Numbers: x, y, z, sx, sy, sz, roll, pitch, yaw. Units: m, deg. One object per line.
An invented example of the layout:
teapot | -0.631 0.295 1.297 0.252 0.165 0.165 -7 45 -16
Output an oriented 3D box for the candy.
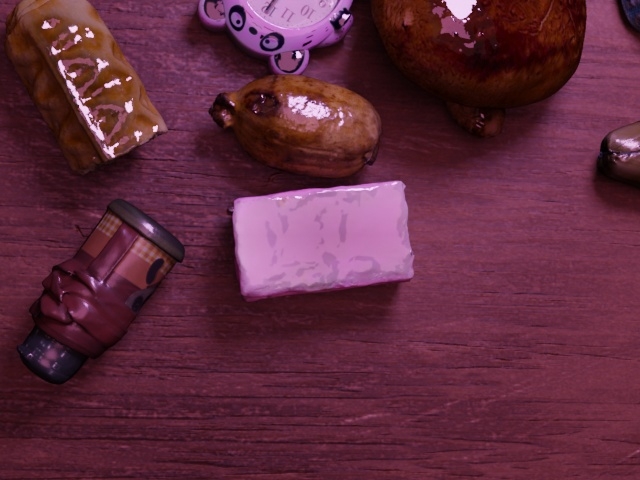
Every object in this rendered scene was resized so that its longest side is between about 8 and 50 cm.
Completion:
candy | 0.000 0.000 1.542 0.265 0.116 0.156 -6 88 -9

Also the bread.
bread | -0.347 -0.232 1.492 0.152 0.130 0.268 -31 92 -2

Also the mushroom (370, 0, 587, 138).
mushroom | 0.241 -0.342 1.516 0.239 0.345 0.345 -16 92 34

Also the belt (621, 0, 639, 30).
belt | 0.536 -0.408 1.628 0.147 0.082 0.163 30 83 -16

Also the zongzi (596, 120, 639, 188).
zongzi | 0.556 -0.083 1.613 0.221 0.112 0.242 -17 93 -9

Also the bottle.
bottle | -0.321 0.081 1.490 0.271 0.143 0.156 -53 135 -7

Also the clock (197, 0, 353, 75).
clock | -0.048 -0.382 1.551 0.227 0.090 0.248 35 87 -6

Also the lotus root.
lotus root | -0.036 -0.169 1.526 0.260 0.128 0.145 13 128 -6
